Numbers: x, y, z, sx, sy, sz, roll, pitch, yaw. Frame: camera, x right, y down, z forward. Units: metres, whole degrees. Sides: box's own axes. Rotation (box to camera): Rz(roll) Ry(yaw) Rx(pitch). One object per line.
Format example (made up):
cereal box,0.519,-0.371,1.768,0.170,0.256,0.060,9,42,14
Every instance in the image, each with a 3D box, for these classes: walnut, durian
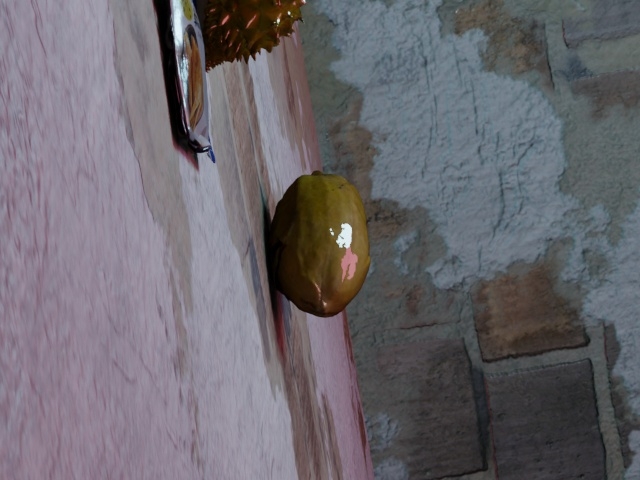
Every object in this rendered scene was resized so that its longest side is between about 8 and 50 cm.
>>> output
walnut,0.000,0.000,2.491,0.245,0.137,0.137,-83,166,-47
durian,-0.083,-0.300,1.951,0.183,0.138,0.250,-53,129,-73

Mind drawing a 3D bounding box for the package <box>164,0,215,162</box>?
package,-0.118,-0.163,1.801,0.173,0.027,0.171,33,49,-82
